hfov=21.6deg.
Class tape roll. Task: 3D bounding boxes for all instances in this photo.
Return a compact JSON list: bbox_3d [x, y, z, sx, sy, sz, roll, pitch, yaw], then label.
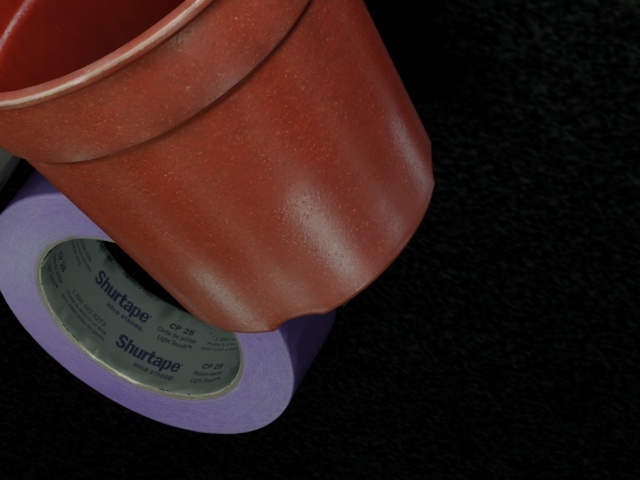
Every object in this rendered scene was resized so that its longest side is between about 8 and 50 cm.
[{"bbox_3d":[-0.128,0.035,1.360,0.275,0.090,0.274,19,143,15],"label":"tape roll"}]

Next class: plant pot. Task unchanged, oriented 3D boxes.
[{"bbox_3d":[-0.071,-0.098,1.043,0.272,0.272,0.265,0,142,35],"label":"plant pot"}]

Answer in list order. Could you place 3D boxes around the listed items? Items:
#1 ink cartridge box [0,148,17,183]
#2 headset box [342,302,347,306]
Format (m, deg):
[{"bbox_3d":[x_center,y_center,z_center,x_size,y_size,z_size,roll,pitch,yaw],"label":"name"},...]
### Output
[{"bbox_3d":[-0.357,-0.065,1.312,0.198,0.197,0.270,36,143,-8],"label":"ink cartridge box"},{"bbox_3d":[0.000,0.000,1.251,0.083,0.062,0.032,33,143,-2],"label":"headset box"}]
